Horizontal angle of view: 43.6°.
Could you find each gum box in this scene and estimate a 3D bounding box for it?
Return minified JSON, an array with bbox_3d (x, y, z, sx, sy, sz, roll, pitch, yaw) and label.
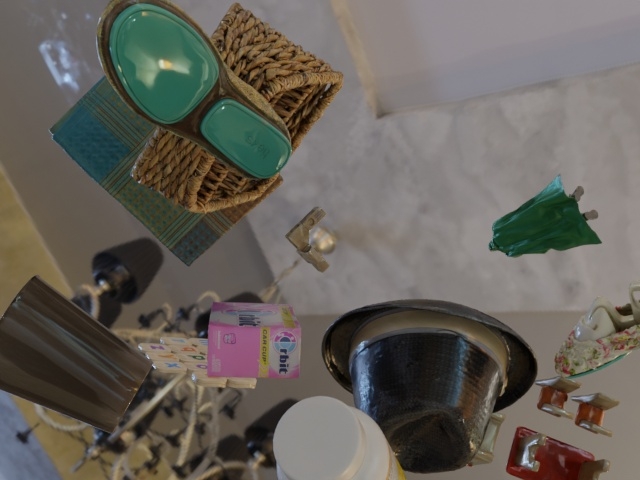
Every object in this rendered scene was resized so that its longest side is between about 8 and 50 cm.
[{"bbox_3d":[-0.086,0.120,1.005,0.107,0.188,0.062,2,-85,-7],"label":"gum box"}]

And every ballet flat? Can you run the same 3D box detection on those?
[{"bbox_3d":[-0.156,-0.182,0.946,0.123,0.123,0.348,9,-16,32],"label":"ballet flat"},{"bbox_3d":[0.381,0.090,0.973,0.241,0.091,0.077,-31,-77,28],"label":"ballet flat"}]

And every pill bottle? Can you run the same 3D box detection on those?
[{"bbox_3d":[0.022,0.243,0.837,0.117,0.118,0.208,18,-27,26],"label":"pill bottle"}]

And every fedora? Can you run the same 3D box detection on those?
[{"bbox_3d":[0.137,0.221,1.092,0.334,0.153,0.334,9,-36,7],"label":"fedora"}]

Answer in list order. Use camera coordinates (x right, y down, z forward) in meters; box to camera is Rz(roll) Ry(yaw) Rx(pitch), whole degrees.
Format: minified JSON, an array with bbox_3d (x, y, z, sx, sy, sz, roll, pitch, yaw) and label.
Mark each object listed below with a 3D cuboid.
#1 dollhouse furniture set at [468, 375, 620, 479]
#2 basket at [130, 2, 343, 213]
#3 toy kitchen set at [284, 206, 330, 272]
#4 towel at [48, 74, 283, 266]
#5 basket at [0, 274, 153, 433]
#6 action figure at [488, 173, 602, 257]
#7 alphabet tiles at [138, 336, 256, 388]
[{"bbox_3d":[0.337,0.353,1.328,0.259,0.262,0.135,23,-17,-7],"label":"dollhouse furniture set"},{"bbox_3d":[-0.129,-0.171,1.248,0.223,0.213,0.299,32,-57,-14],"label":"basket"},{"bbox_3d":[0.000,0.000,1.309,0.083,0.075,0.068,47,-8,-12],"label":"toy kitchen set"},{"bbox_3d":[-0.287,-0.160,1.502,0.271,0.040,0.370,-40,-72,12],"label":"towel"},{"bbox_3d":[-0.394,0.194,1.258,0.226,0.154,0.204,31,-66,-6],"label":"basket"},{"bbox_3d":[0.386,-0.024,1.442,0.232,0.063,0.137,-29,-91,52],"label":"action figure"},{"bbox_3d":[-0.260,0.274,1.809,0.284,0.277,0.021,24,-75,59],"label":"alphabet tiles"}]
